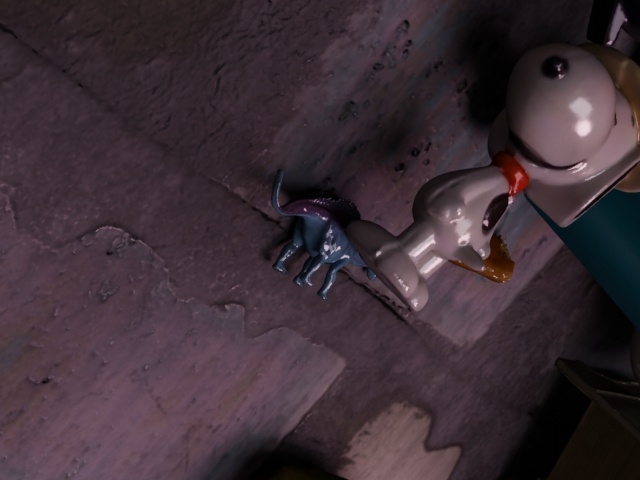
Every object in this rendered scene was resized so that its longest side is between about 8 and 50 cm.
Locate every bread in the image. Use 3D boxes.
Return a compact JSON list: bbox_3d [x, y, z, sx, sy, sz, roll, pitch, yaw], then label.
[{"bbox_3d":[0.136,0.009,1.533,0.036,0.047,0.083,-33,142,31],"label":"bread"}]

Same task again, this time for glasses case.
[{"bbox_3d":[0.319,0.030,1.506,0.117,0.301,0.070,-34,160,-15],"label":"glasses case"}]

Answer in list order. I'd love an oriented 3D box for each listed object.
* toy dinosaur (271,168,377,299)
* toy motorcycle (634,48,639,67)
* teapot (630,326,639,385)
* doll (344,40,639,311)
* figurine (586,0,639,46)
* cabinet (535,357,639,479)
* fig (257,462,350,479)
[{"bbox_3d":[0.000,0.000,1.422,0.080,0.045,0.197,-58,144,-7],"label":"toy dinosaur"},{"bbox_3d":[0.397,-0.192,1.470,0.108,0.204,0.239,11,111,-38],"label":"toy motorcycle"},{"bbox_3d":[0.379,0.074,1.663,0.294,0.130,0.193,76,35,-57],"label":"teapot"},{"bbox_3d":[0.158,-0.055,1.430,0.271,0.144,0.208,-48,148,12],"label":"doll"},{"bbox_3d":[0.313,-0.271,1.367,0.308,0.308,0.143,-62,172,15],"label":"figurine"},{"bbox_3d":[0.337,0.320,1.713,0.227,0.318,0.290,12,111,-40],"label":"cabinet"},{"bbox_3d":[-0.004,0.303,1.555,0.203,0.203,0.225,-27,96,-20],"label":"fig"}]
